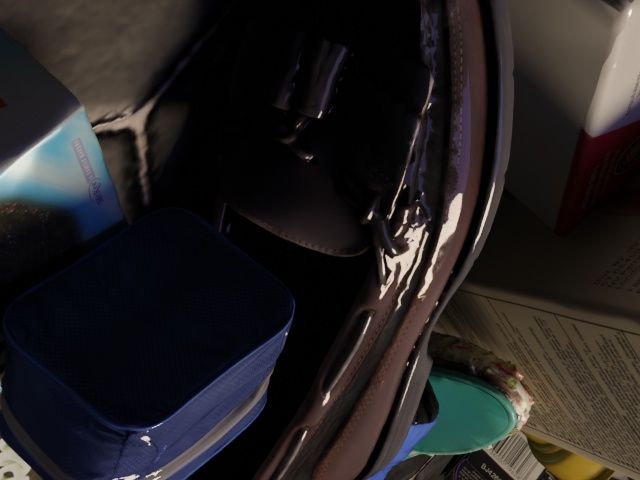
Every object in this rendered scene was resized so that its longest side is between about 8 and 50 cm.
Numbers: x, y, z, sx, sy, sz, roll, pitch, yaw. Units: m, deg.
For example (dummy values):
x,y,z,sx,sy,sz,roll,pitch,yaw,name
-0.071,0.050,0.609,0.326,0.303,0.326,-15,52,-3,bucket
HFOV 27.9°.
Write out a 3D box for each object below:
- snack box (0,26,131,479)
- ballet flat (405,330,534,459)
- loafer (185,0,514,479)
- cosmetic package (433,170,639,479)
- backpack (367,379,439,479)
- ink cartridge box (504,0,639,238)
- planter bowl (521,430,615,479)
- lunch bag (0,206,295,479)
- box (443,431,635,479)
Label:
x,y,z,sx,sy,sz,roll,pitch,yaw,name
-0.146,0.074,0.495,0.187,0.060,0.322,-41,158,-16,snack box
0.043,0.094,0.797,0.241,0.091,0.077,-25,-158,48,ballet flat
0.000,0.000,0.521,0.095,0.109,0.303,-26,137,-38,loafer
0.175,0.038,0.707,0.129,0.153,0.296,-41,-162,-13,cosmetic package
-0.001,0.081,0.697,0.101,0.120,0.098,-53,159,18,backpack
0.183,-0.159,0.616,0.273,0.114,0.197,-38,158,-16,ink cartridge box
0.207,0.101,1.113,0.217,0.090,0.217,-161,-90,-79,planter bowl
-0.057,0.041,0.430,0.098,0.067,0.065,-34,155,-40,lunch bag
0.299,0.238,1.482,0.270,0.165,0.143,-21,147,-49,box
